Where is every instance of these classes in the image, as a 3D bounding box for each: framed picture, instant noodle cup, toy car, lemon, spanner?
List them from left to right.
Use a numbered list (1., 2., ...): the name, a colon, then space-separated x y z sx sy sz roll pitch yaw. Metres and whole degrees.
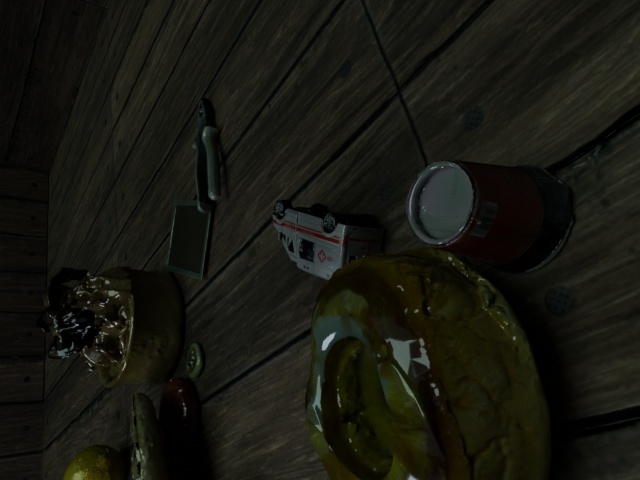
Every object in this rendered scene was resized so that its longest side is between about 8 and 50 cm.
1. lemon: -0.662 0.695 1.477 0.206 0.174 0.173 -57 43 18
2. framed picture: -0.340 -0.008 1.300 0.252 0.014 0.196 6 88 53
3. spanner: -0.279 -0.221 1.230 0.096 0.040 0.324 -36 53 43
4. toy car: 0.000 0.000 0.787 0.210 0.090 0.108 19 105 49
5. instant noodle cup: 0.168 -0.029 0.526 0.127 0.136 0.127 -13 74 53

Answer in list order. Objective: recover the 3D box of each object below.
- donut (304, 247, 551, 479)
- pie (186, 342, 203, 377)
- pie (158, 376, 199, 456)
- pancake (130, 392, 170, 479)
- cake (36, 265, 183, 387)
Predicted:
1. donut: 0.085 0.174 0.562 0.330 0.160 0.329 176 90 -65
2. pie: -0.300 0.285 1.190 0.084 0.021 0.083 -13 73 51
3. pie: -0.343 0.419 1.201 0.182 0.050 0.182 -15 71 51
4. pancake: -0.382 0.535 1.142 0.387 0.082 0.386 173 90 -66
5. cake: -0.556 0.218 1.297 0.333 0.321 0.331 -17 69 51
